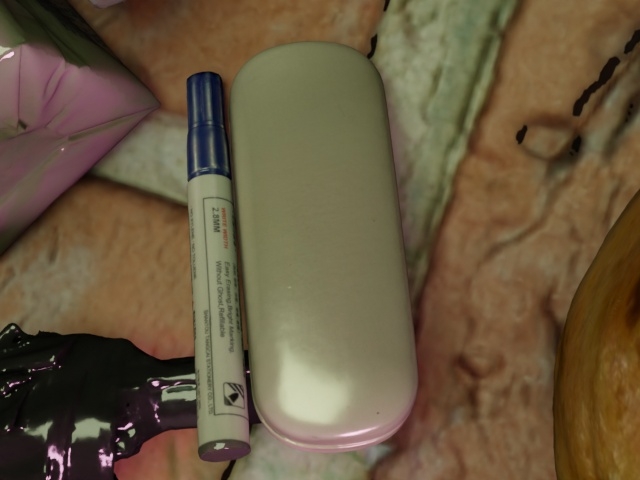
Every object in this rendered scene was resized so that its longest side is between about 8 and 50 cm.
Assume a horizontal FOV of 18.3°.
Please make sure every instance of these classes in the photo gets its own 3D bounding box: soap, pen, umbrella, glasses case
[{"bbox_3d":[-0.210,-0.099,0.955,0.138,0.182,0.199,-46,76,10],"label":"soap"},{"bbox_3d":[-0.051,0.009,0.951,0.025,0.025,0.204,-12,62,14],"label":"pen"},{"bbox_3d":[-0.159,0.085,0.979,0.340,0.118,0.118,-8,84,6],"label":"umbrella"},{"bbox_3d":[0.000,0.000,0.937,0.081,0.051,0.204,-3,68,-2],"label":"glasses case"}]

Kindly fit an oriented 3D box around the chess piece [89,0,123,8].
[{"bbox_3d":[-0.044,-0.268,0.932,0.299,0.194,0.194,-37,77,1],"label":"chess piece"}]

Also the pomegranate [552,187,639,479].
[{"bbox_3d":[0.259,0.068,0.761,0.342,0.342,0.342,-1,86,16],"label":"pomegranate"}]
